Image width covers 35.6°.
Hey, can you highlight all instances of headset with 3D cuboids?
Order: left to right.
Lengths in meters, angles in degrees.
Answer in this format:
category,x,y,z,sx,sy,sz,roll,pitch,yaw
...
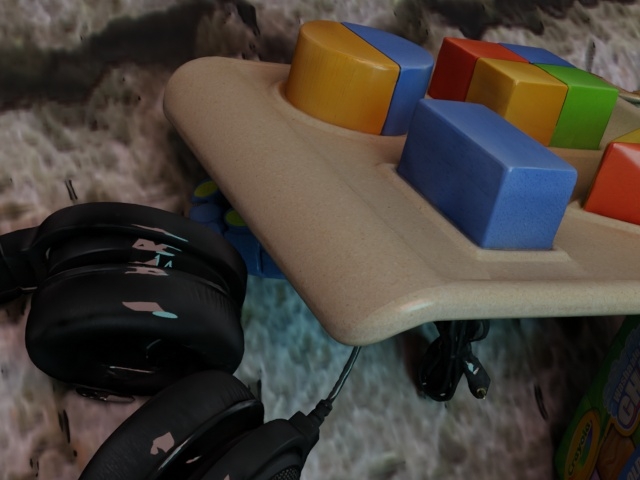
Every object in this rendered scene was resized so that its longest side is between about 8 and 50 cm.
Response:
category,x,y,z,sx,sy,sz,roll,pitch,yaw
headset,-0.084,0.101,0.585,0.394,0.185,0.243,-18,62,-10

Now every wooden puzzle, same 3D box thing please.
category,x,y,z,sx,sy,sz,roll,pitch,yaw
wooden puzzle,0.111,-0.062,0.623,0.347,0.080,0.322,-4,31,-26

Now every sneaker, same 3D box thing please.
category,x,y,z,sx,sy,sz,roll,pitch,yaw
sneaker,0.000,0.000,0.684,0.188,0.078,0.067,11,86,5

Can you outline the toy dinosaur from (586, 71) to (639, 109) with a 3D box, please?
category,x,y,z,sx,sy,sz,roll,pitch,yaw
toy dinosaur,0.285,-0.095,0.809,0.183,0.053,0.092,27,32,0

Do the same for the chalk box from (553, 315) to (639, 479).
category,x,y,z,sx,sy,sz,roll,pitch,yaw
chalk box,0.267,0.139,0.600,0.180,0.179,0.289,14,28,-8
